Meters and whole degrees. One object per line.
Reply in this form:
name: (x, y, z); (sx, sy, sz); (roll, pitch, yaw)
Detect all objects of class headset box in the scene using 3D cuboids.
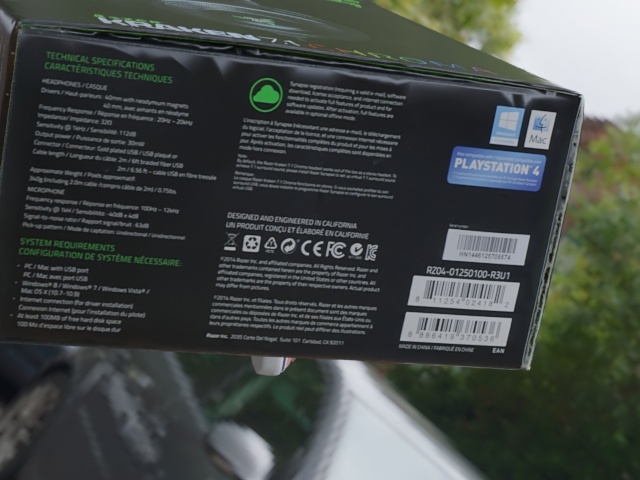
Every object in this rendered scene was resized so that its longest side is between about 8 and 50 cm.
headset box: (-0.056, -0.051, 0.782); (0.246, 0.131, 0.283); (5, 15, -21)

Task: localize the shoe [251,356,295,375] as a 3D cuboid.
shoe: (0.000, 0.000, 1.057); (0.081, 0.178, 0.063); (3, 3, -15)
